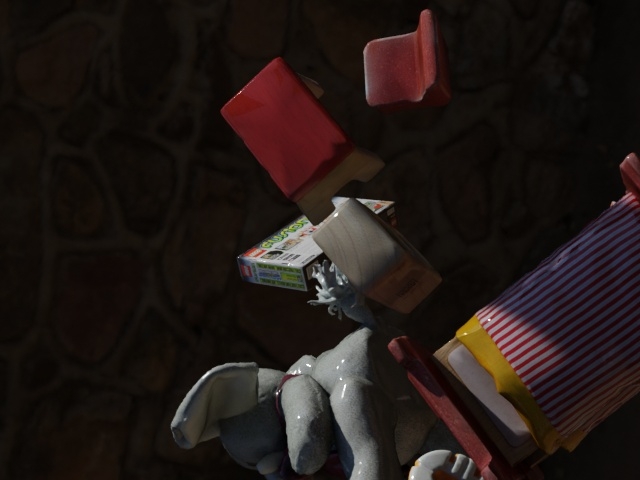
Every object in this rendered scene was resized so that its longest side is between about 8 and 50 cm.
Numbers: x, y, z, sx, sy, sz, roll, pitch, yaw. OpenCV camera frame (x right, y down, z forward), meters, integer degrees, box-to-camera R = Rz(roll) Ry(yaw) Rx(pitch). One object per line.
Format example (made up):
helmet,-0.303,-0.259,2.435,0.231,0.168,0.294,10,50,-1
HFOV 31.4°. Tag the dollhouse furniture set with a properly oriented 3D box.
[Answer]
dollhouse furniture set,0.097,-0.028,0.795,0.201,0.152,0.374,-41,69,7

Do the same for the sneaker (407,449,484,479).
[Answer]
sneaker,0.166,0.260,0.983,0.084,0.215,0.083,-52,-10,-39

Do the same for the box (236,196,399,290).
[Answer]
box,0.000,0.000,1.507,0.114,0.207,0.036,7,119,39

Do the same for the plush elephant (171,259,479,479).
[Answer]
plush elephant,-0.007,0.211,1.248,0.255,0.272,0.330,-35,68,29
